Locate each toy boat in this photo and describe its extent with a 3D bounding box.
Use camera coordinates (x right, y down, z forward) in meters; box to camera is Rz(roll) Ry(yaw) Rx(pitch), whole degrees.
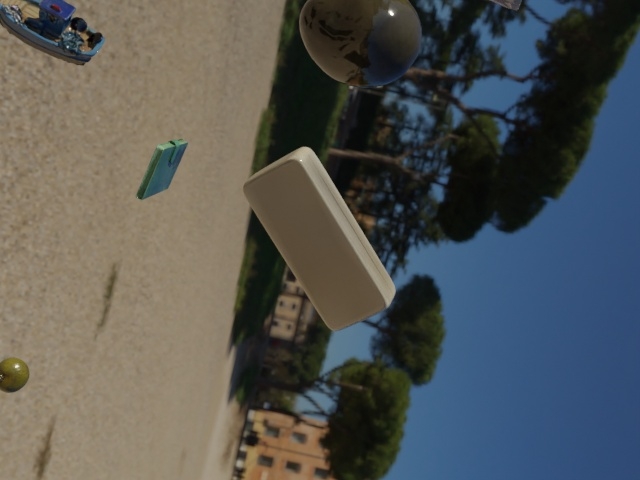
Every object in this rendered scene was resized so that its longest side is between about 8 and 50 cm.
[{"bbox_3d":[-0.521,-0.417,1.592,0.097,0.223,0.100,-53,-166,46],"label":"toy boat"}]

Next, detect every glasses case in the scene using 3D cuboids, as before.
[{"bbox_3d":[0.000,0.000,1.565,0.336,0.144,0.076,59,24,-11],"label":"glasses case"}]

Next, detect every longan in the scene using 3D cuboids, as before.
[{"bbox_3d":[0.079,-0.416,1.676,0.248,0.248,0.248,-167,-90,-88],"label":"longan"},{"bbox_3d":[-0.656,0.285,1.770,0.083,0.075,0.075,-3,108,-72],"label":"longan"}]

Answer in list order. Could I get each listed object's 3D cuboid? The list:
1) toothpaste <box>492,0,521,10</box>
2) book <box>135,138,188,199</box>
[{"bbox_3d":[0.102,-0.346,0.966,0.058,0.314,0.056,136,-35,-68],"label":"toothpaste"},{"bbox_3d":[-0.269,-0.126,1.439,0.103,0.017,0.135,-63,177,14],"label":"book"}]
